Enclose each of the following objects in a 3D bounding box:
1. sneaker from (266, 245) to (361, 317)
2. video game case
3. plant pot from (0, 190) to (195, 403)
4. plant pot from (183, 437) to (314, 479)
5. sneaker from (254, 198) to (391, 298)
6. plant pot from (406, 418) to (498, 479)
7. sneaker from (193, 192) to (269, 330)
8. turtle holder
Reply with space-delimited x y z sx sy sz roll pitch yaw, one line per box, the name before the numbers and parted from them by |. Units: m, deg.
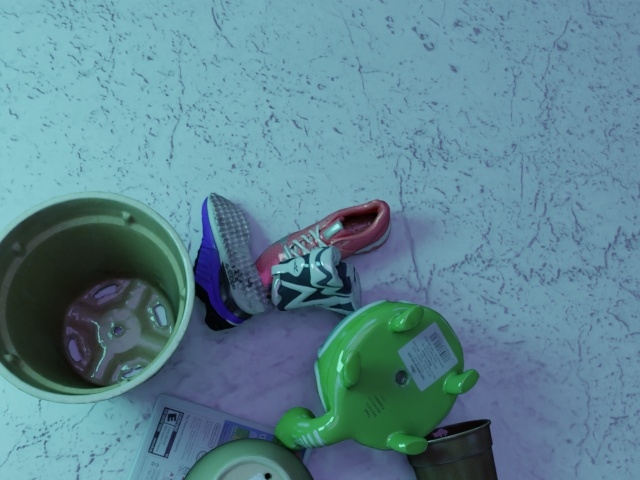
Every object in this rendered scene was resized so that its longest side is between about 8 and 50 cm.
sneaker | -0.015 0.091 1.381 0.153 0.235 0.094 -7 68 17
video game case | -0.198 0.468 1.302 0.299 0.036 0.329 17 65 1
plant pot | -0.369 0.128 1.273 0.333 0.305 0.334 1 71 -4
plant pot | -0.109 0.419 1.164 0.256 0.274 0.257 3 66 -6
sneaker | 0.000 -0.001 1.437 0.313 0.136 0.116 -29 76 -13
plant pot | 0.243 0.417 1.311 0.166 0.167 0.165 -14 80 -9
sneaker | -0.204 0.044 1.423 0.146 0.102 0.293 -37 50 24
turtle holder | 0.094 0.254 1.304 0.243 0.227 0.320 29 82 -19
